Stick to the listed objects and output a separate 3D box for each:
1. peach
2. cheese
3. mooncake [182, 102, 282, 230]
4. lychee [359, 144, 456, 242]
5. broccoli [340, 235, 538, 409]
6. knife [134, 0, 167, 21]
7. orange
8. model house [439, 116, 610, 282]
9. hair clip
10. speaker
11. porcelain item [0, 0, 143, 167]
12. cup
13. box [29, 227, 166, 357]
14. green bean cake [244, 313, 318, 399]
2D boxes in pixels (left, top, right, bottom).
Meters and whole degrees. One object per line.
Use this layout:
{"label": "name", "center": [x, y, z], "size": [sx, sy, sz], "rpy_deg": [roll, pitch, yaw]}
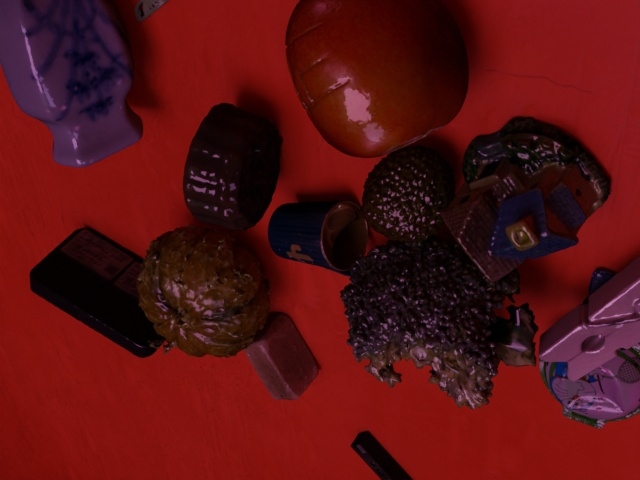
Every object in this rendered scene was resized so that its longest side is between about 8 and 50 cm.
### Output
{"label": "peach", "center": [0.085, -0.269, 1.423], "size": [0.245, 0.248, 0.275], "rpy_deg": [-28, 96, 14]}
{"label": "cheese", "center": [0.479, 0.193, 1.654], "size": [0.203, 0.083, 0.321], "rpy_deg": [17, 126, 21]}
{"label": "mooncake", "center": [-0.154, -0.130, 1.753], "size": [0.124, 0.228, 0.228], "rpy_deg": [17, 137, 15]}
{"label": "lychee", "center": [0.152, -0.079, 1.602], "size": [0.171, 0.171, 0.171], "rpy_deg": [22, 139, 21]}
{"label": "broccoli", "center": [0.201, 0.131, 1.669], "size": [0.317, 0.277, 0.338], "rpy_deg": [35, 146, -6]}
{"label": "knife", "center": [-0.253, -0.452, 1.676], "size": [0.043, 0.020, 0.293], "rpy_deg": [49, 142, -14]}
{"label": "orange", "center": [-0.250, 0.098, 2.054], "size": [0.300, 0.223, 0.301], "rpy_deg": [0, 125, 25]}
{"label": "model house", "center": [0.299, -0.054, 1.478], "size": [0.214, 0.189, 0.195], "rpy_deg": [-16, 118, 48]}
{"label": "hair clip", "center": [0.485, 0.102, 1.511], "size": [0.101, 0.085, 0.331], "rpy_deg": [34, 129, -14]}
{"label": "speaker", "center": [0.152, 0.535, 2.289], "size": [0.191, 0.046, 0.040], "rpy_deg": [49, 140, -12]}
{"label": "porcelain item", "center": [-0.468, -0.348, 1.776], "size": [0.178, 0.242, 0.405], "rpy_deg": [37, 148, 47]}
{"label": "cup", "center": [0.000, 0.000, 1.835], "size": [0.155, 0.131, 0.176], "rpy_deg": [7, 142, 41]}
{"label": "box", "center": [-0.486, 0.116, 2.269], "size": [0.350, 0.211, 0.058], "rpy_deg": [29, 139, 14]}
{"label": "green bean cake", "center": [-0.090, 0.262, 2.168], "size": [0.085, 0.109, 0.179], "rpy_deg": [-6, 124, 44]}
